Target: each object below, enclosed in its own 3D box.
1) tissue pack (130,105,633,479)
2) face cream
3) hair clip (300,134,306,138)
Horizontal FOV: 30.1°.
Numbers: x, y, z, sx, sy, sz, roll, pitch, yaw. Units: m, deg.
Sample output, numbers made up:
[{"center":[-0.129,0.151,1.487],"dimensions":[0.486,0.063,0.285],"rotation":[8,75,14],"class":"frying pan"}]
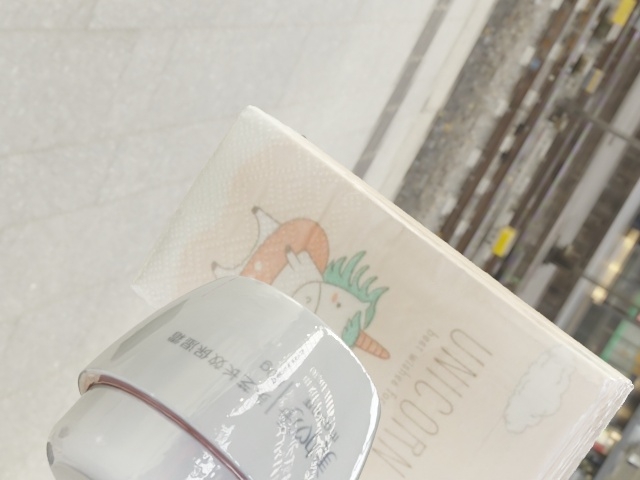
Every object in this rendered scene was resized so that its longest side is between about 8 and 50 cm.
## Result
[{"center":[0.029,0.064,0.806],"dimensions":[0.170,0.325,0.071],"rotation":[-55,153,8],"class":"tissue pack"},{"center":[-0.041,0.081,0.475],"dimensions":[0.104,0.117,0.117],"rotation":[-46,162,-27],"class":"face cream"},{"center":[0.000,0.000,1.083],"dimensions":[0.052,0.124,0.195],"rotation":[-145,-137,-75],"class":"hair clip"}]
